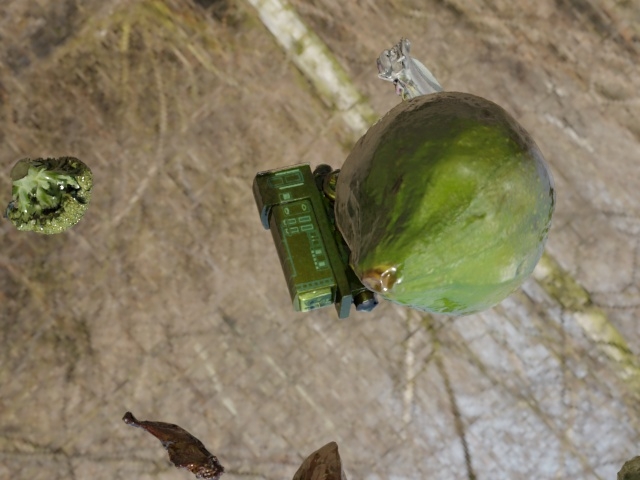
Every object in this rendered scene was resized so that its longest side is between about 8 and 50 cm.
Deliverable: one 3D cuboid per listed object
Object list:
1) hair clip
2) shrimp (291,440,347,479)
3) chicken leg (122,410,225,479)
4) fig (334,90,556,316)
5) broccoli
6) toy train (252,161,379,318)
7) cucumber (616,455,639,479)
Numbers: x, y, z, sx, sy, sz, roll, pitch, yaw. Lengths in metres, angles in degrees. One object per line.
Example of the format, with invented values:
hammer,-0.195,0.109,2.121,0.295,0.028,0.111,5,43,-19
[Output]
hair clip,0.136,-0.190,1.383,0.049,0.172,0.116,-27,-131,27
shrimp,-0.003,0.269,1.083,0.267,0.061,0.145,115,-4,-73
chicken leg,-0.175,0.248,1.304,0.062,0.145,0.037,0,117,-57
fig,0.057,-0.007,0.582,0.123,0.123,0.156,-40,-175,46
broccoli,-0.379,-0.066,1.506,0.130,0.131,0.120,-52,141,-10
toy train,0.000,0.000,1.429,0.137,0.226,0.090,-12,150,-11
cucumber,0.476,0.373,1.518,0.134,0.134,0.244,-41,-162,7
